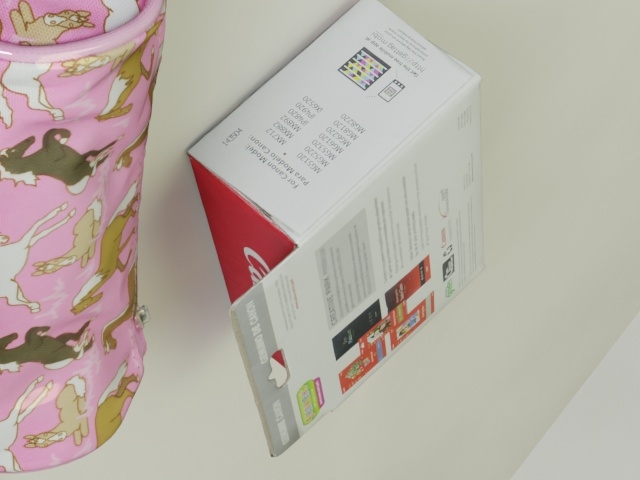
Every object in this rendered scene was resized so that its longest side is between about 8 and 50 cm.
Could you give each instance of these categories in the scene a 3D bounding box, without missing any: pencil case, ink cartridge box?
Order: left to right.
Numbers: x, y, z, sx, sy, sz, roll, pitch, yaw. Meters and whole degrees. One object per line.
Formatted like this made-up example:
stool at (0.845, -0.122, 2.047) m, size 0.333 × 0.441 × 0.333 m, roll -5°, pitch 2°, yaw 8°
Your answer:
pencil case at (-0.179, -0.027, 1.024) m, size 0.386 × 0.160 × 0.167 m, roll 100°, pitch 17°, yaw -47°
ink cartridge box at (0.000, 0.000, 1.428) m, size 0.272 × 0.130 × 0.309 m, roll -42°, pitch 155°, yaw -18°
